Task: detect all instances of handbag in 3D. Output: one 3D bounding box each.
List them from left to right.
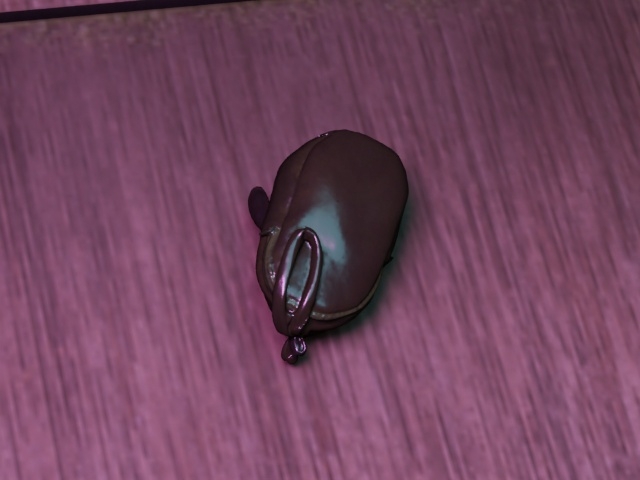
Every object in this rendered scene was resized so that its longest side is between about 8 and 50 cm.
[{"bbox_3d":[0.000,0.000,0.849,0.072,0.047,0.111,21,61,-8],"label":"handbag"}]
